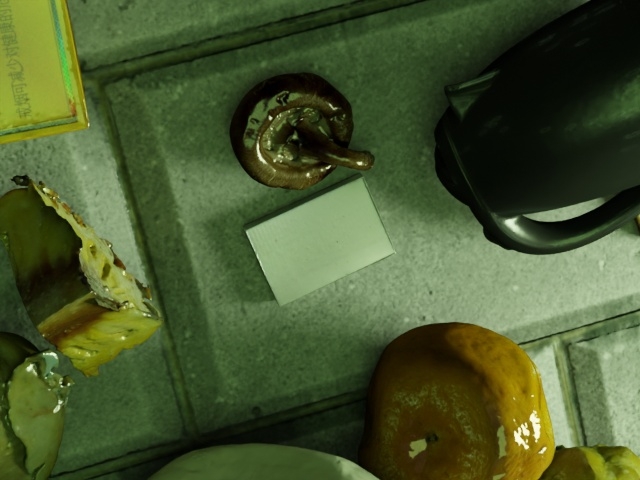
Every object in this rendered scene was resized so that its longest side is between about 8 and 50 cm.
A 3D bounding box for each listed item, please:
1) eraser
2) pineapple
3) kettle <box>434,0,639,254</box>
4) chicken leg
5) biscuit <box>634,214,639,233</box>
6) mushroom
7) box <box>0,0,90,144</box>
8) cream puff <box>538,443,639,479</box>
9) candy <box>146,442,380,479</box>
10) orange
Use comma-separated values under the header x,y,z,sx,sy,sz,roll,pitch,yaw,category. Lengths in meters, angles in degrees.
x,y,z,sx,sy,sz,roll,pitch,yaw,category
0.000,0.000,1.957,0.150,0.023,0.104,-24,108,-3,eraser
-0.271,0.046,1.833,0.114,0.186,0.236,-38,115,2,pineapple
0.275,-0.107,1.897,0.290,0.207,0.268,-27,122,10,kettle
-0.356,0.292,1.913,0.201,0.153,0.429,-9,115,-11,chicken leg
0.435,-0.073,2.012,0.182,0.034,0.215,-10,107,-7,biscuit
-0.017,-0.115,1.894,0.170,0.080,0.135,23,112,-17,mushroom
-0.406,-0.189,1.796,0.301,0.084,0.193,-11,106,-7,box
0.280,0.359,2.033,0.185,0.282,0.282,22,103,26,cream puff
-0.016,0.403,1.952,0.386,0.186,0.427,-12,119,33,candy
0.154,0.209,1.963,0.249,0.183,0.249,4,98,33,orange
